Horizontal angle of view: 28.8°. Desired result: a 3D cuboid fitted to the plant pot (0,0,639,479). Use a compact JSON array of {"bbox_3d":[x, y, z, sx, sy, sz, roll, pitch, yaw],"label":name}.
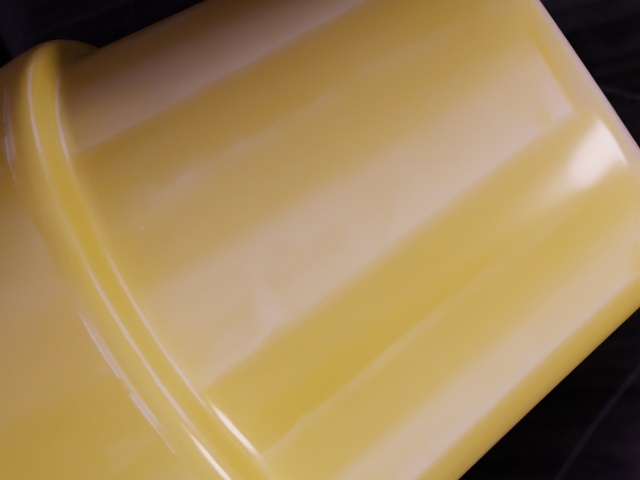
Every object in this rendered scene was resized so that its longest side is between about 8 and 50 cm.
[{"bbox_3d":[0.000,0.000,0.488,0.239,0.254,0.254,-34,65,12],"label":"plant pot"}]
